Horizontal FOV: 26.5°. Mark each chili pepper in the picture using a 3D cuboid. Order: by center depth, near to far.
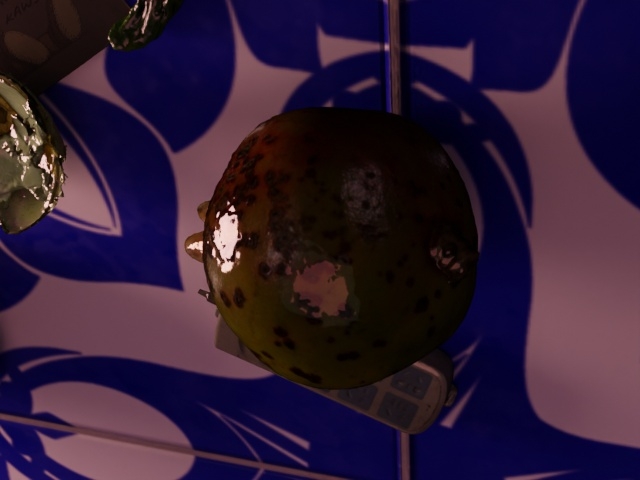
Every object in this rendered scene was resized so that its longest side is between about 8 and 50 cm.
[{"bbox_3d":[-0.119,-0.169,0.964,0.030,0.034,0.091,55,132,21],"label":"chili pepper"}]

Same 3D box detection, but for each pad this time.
[{"bbox_3d":[-0.237,-0.169,1.023,0.190,0.004,0.127,-28,111,34],"label":"pad"}]

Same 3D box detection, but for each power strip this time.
[{"bbox_3d":[0.002,0.088,1.099,0.226,0.029,0.080,23,130,4],"label":"power strip"}]

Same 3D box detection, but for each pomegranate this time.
[{"bbox_3d":[0.007,-0.006,0.953,0.198,0.246,0.198,-5,109,-15],"label":"pomegranate"}]

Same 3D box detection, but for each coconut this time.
[{"bbox_3d":[-0.251,-0.082,1.054,0.133,0.055,0.158,-9,122,25],"label":"coconut"}]
